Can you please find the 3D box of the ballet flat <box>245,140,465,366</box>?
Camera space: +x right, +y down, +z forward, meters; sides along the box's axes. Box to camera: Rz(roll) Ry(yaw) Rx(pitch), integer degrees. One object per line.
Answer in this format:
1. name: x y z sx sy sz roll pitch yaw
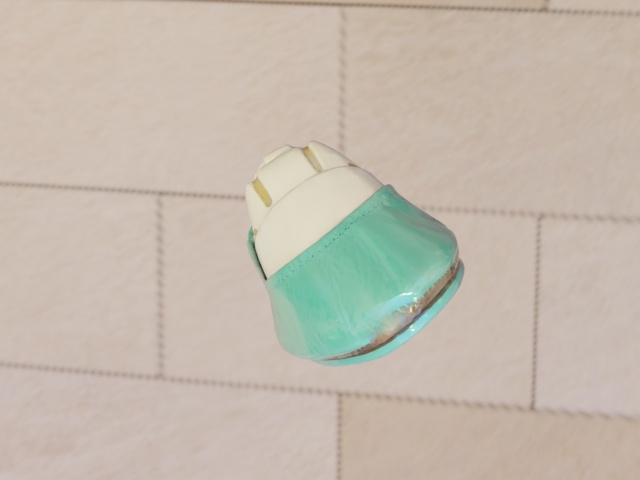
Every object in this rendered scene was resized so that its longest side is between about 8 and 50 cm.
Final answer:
1. ballet flat: 0.000 0.000 0.821 0.083 0.247 0.087 -38 94 -3
